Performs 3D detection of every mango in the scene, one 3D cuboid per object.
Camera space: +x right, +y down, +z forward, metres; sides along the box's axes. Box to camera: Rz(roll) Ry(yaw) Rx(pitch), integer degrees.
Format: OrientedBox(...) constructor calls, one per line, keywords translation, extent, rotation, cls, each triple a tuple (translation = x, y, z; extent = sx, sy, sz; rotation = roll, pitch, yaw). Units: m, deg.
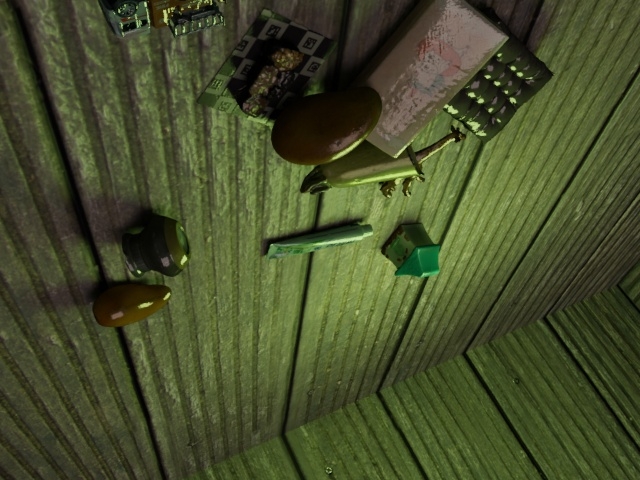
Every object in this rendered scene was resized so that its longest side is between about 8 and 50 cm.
OrientedBox(translation=(0.012, -0.219, 1.304), extent=(0.228, 0.136, 0.099), rotation=(-20, 173, 13), cls="mango")
OrientedBox(translation=(-0.429, 0.141, 1.551), extent=(0.184, 0.085, 0.102), rotation=(-17, 146, -43), cls="mango")

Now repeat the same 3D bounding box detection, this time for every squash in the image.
OrientedBox(translation=(0.087, -0.179, 1.491), extent=(0.288, 0.137, 0.137), rotation=(-14, 148, -13), cls="squash")

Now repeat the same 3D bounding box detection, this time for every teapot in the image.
OrientedBox(translation=(-0.333, 0.015, 1.412), extent=(0.119, 0.130, 0.165), rotation=(-16, -176, 4), cls="teapot")

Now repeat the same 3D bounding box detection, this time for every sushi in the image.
OrientedBox(translation=(-0.083, -0.284, 1.220), extent=(0.192, 0.050, 0.215), rotation=(8, 134, -49), cls="sushi")

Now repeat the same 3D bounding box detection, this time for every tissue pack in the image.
OrientedBox(translation=(0.185, -0.322, 1.324), extent=(0.170, 0.071, 0.325), rotation=(30, 120, -25), cls="tissue pack")

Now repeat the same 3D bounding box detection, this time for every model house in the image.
OrientedBox(translation=(0.269, 0.043, 1.968), extent=(0.100, 0.149, 0.127), rotation=(-8, 143, -41), cls="model house")

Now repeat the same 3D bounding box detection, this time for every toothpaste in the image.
OrientedBox(translation=(0.000, 0.000, 1.762), extent=(0.297, 0.048, 0.074), rotation=(-12, 153, -23), cls="toothpaste")

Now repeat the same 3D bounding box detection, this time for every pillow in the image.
OrientedBox(translation=(0.356, -0.345, 1.485), extent=(0.228, 0.101, 0.326), rotation=(-46, 150, 21), cls="pillow")

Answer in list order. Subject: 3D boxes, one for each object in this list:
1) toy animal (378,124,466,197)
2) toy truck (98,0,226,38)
OrientedBox(translation=(0.232, -0.182, 1.634), extent=(0.149, 0.054, 0.275), rotation=(-3, 151, -25), cls="toy animal")
OrientedBox(translation=(-0.226, -0.341, 0.971), extent=(0.178, 0.080, 0.115), rotation=(-22, 160, -18), cls="toy truck")
